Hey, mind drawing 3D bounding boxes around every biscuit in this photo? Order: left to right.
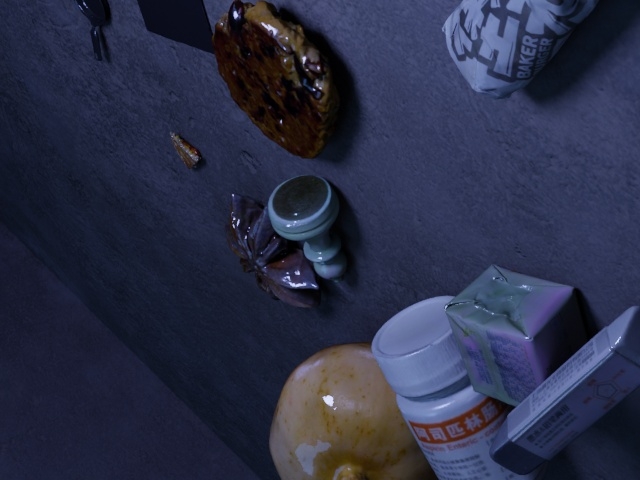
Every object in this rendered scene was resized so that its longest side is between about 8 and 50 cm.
[{"bbox_3d":[-0.073,-0.291,1.767,0.289,0.081,0.334,47,158,7],"label":"biscuit"}]

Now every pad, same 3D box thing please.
[{"bbox_3d":[-0.318,-0.538,1.921,0.247,0.007,0.368,28,145,39],"label":"pad"}]

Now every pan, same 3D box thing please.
[{"bbox_3d":[-0.513,-0.506,2.245,0.136,0.028,0.235,36,147,29],"label":"pan"}]

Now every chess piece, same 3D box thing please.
[{"bbox_3d":[0.000,0.000,2.002,0.139,0.139,0.272,30,159,37],"label":"chess piece"}]

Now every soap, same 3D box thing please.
[{"bbox_3d":[0.331,0.165,1.637,0.182,0.138,0.199,19,140,48],"label":"soap"}]

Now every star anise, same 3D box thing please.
[{"bbox_3d":[-0.105,0.027,2.198,0.315,0.108,0.315,37,147,29],"label":"star anise"}]

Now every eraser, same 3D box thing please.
[{"bbox_3d":[0.391,0.237,1.518,0.089,0.061,0.352,30,124,-15],"label":"eraser"}]

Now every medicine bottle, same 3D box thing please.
[{"bbox_3d":[0.260,0.303,1.847,0.211,0.211,0.371,3,127,57],"label":"medicine bottle"}]

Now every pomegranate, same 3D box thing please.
[{"bbox_3d":[0.086,0.407,2.064,0.411,0.411,0.411,38,151,25],"label":"pomegranate"}]

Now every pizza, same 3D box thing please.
[{"bbox_3d":[-0.307,-0.200,2.320,0.100,0.029,0.099,45,161,18],"label":"pizza"}]

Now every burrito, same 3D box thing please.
[{"bbox_3d":[0.267,-0.311,1.172,0.139,0.101,0.445,53,156,8],"label":"burrito"}]
